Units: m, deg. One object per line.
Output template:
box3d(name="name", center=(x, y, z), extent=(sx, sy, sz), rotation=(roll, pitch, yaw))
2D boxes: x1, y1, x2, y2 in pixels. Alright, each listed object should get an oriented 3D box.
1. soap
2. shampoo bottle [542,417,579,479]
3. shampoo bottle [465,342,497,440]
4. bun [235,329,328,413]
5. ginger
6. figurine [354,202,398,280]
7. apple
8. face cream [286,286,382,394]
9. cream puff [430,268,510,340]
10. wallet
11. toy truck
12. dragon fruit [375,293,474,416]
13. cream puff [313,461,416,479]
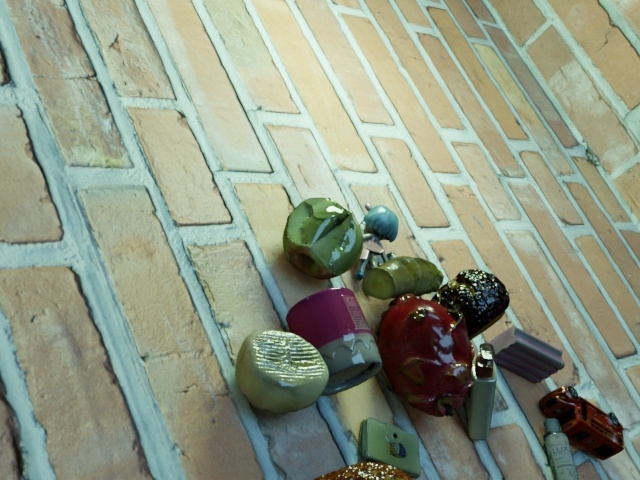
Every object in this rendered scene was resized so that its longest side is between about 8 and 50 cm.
box3d(name="soap", center=(0.594, 0.331, 2.317), extent=(0.203, 0.122, 0.066), rotation=(28, 42, -24))
box3d(name="shampoo bottle", center=(0.653, 0.589, 2.181), extent=(0.072, 0.072, 0.214), rotation=(22, 43, -28))
box3d(name="shampoo bottle", center=(0.404, 0.355, 2.007), extent=(0.071, 0.284, 0.153), rotation=(1, 42, 8))
box3d(name="bun", center=(-0.085, 0.286, 1.702), extent=(0.193, 0.128, 0.178), rotation=(6, 40, -25))
box3d(name="ginger", center=(0.223, 0.099, 2.139), extent=(0.263, 0.109, 0.117), rotation=(-7, 85, -48))
box3d(name="figurine", center=(0.167, 0.021, 2.212), extent=(0.205, 0.103, 0.260), rotation=(31, 49, -16))
box3d(name="apple", center=(0.000, 0.000, 2.019), extent=(0.207, 0.174, 0.188), rotation=(48, 63, -6))
box3d(name="face cream", center=(0.032, 0.230, 1.830), extent=(0.175, 0.175, 0.195), rotation=(1, 55, -43))
box3d(name="cream puff", center=(0.393, 0.180, 2.170), extent=(0.165, 0.239, 0.239), rotation=(52, 38, 12))
box3d(name="wallet", center=(0.158, 0.476, 1.838), extent=(0.155, 0.039, 0.110), rotation=(26, 45, -23))
box3d(name="toy truck", center=(0.750, 0.524, 2.299), extent=(0.252, 0.107, 0.114), rotation=(33, 39, -18))
box3d(name="dragon fruit", center=(0.255, 0.266, 1.961), extent=(0.250, 0.250, 0.315), rotation=(26, 53, -25))
box3d(name="cream puff", center=(0.118, 0.579, 1.555), extent=(0.350, 0.229, 0.351), rotation=(23, 42, -23))
